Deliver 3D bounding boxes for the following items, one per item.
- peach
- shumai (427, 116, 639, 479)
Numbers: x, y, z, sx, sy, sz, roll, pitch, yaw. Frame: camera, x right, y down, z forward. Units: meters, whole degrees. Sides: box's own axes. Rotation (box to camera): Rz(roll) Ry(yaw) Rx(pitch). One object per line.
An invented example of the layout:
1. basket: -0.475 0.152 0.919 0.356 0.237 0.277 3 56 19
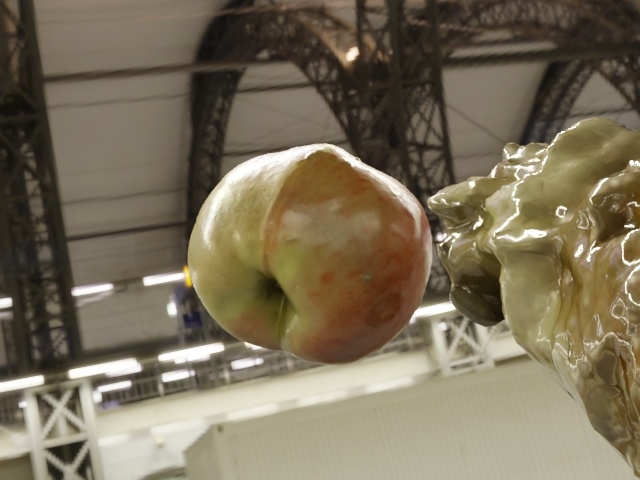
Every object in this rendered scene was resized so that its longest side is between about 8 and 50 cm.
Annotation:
1. peach: 0.000 0.000 0.889 0.233 0.232 0.232 -13 -15 -4
2. shumai: 0.189 0.054 0.439 0.283 0.217 0.346 0 -9 45
